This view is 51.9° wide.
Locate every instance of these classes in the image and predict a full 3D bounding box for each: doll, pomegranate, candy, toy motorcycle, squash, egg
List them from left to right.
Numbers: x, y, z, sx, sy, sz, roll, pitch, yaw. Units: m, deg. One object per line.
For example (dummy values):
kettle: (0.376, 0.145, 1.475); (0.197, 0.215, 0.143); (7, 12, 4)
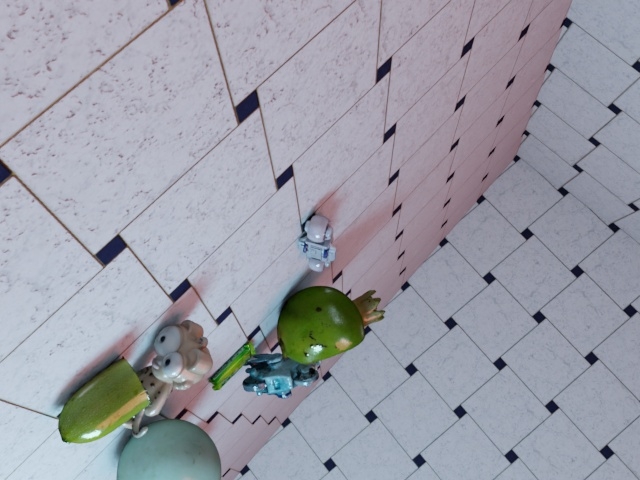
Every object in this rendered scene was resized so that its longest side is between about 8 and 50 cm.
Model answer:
squash: (-0.447, 0.338, 1.335); (0.187, 0.123, 0.123); (-37, 159, -28)
doll: (-0.351, 0.307, 1.464); (0.278, 0.154, 0.119); (-49, 136, 5)
egg: (-0.407, 0.630, 1.781); (0.276, 0.276, 0.389); (-41, 163, -29)
candy: (-0.272, 0.391, 2.040); (0.178, 0.032, 0.102); (-43, 162, -21)
toy motorcycle: (-0.122, 0.428, 2.144); (0.260, 0.154, 0.206); (-10, -167, 12)
toy motorcycle: (0.000, 0.000, 1.810); (0.112, 0.112, 0.254); (-44, 161, -19)
pomegranate: (0.022, 0.235, 2.069); (0.359, 0.216, 0.310); (-26, -178, -17)
